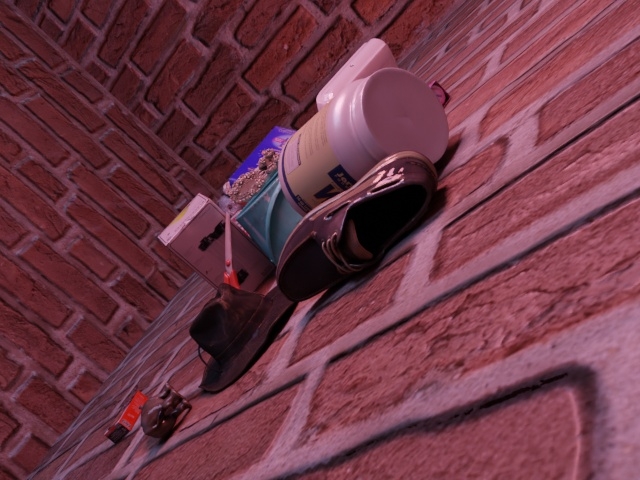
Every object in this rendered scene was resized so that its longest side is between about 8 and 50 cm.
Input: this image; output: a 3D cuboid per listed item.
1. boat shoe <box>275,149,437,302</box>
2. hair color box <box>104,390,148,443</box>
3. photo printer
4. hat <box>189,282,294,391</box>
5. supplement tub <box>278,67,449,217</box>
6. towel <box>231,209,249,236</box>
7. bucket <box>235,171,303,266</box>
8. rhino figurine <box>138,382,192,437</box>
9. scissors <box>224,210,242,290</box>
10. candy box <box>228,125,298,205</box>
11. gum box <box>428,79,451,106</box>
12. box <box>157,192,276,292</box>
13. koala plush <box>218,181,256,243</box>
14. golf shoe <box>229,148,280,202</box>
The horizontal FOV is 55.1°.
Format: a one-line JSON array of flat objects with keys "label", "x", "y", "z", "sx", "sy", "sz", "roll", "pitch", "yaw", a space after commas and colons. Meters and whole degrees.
[{"label": "boat shoe", "x": 0.049, "y": -0.014, "z": 1.048, "sx": 0.355, "sy": 0.132, "sz": 0.130, "roll": -44, "pitch": 11, "yaw": 19}, {"label": "hair color box", "x": -0.540, "y": 0.491, "z": 1.714, "sx": 0.072, "sy": 0.043, "sz": 0.141, "roll": -42, "pitch": 13, "yaw": 18}, {"label": "photo printer", "x": 0.129, "y": -0.423, "z": 1.893, "sx": 0.107, "sy": 0.256, "sz": 0.308, "roll": 22, "pitch": 66, "yaw": 44}, {"label": "hat", "x": -0.192, "y": 0.167, "z": 1.316, "sx": 0.331, "sy": 0.134, "sz": 0.331, "roll": -44, "pitch": 10, "yaw": 10}, {"label": "supplement tub", "x": 0.079, "y": -0.181, "z": 1.246, "sx": 0.235, "sy": 0.235, "sz": 0.325, "roll": -54, "pitch": 13, "yaw": -31}, {"label": "towel", "x": -0.258, "y": 0.004, "z": 2.052, "sx": 0.029, "sy": 0.197, "sz": 0.144, "roll": -11, "pitch": -3, "yaw": -22}, {"label": "bucket", "x": -0.079, "y": -0.081, "z": 1.621, "sx": 0.281, "sy": 0.183, "sz": 0.281, "roll": -44, "pitch": 11, "yaw": 11}, {"label": "rhino figurine", "x": -0.355, "y": 0.374, "z": 1.358, "sx": 0.106, "sy": 0.073, "sz": 0.243, "roll": -47, "pitch": 9, "yaw": -18}, {"label": "scissors", "x": -0.240, "y": 0.078, "z": 1.571, "sx": 0.109, "sy": 0.297, "sz": 0.021, "roll": -29, "pitch": -21, "yaw": 34}, {"label": "candy box", "x": -0.114, "y": -0.235, "z": 2.099, "sx": 0.317, "sy": 0.268, "sz": 0.122, "roll": -54, "pitch": -29, "yaw": -37}, {"label": "gum box", "x": 0.235, "y": -0.302, "z": 1.532, "sx": 0.188, "sy": 0.062, "sz": 0.107, "roll": -53, "pitch": 12, "yaw": -30}, {"label": "box", "x": -0.273, "y": 0.030, "z": 1.661, "sx": 0.169, "sy": 0.290, "sz": 0.087, "roll": -49, "pitch": 32, "yaw": -7}, {"label": "koala plush", "x": -0.272, "y": -0.099, "z": 2.209, "sx": 0.203, "sy": 0.221, "sz": 0.196, "roll": -52, "pitch": -13, "yaw": -41}, {"label": "golf shoe", "x": -0.165, "y": -0.159, "z": 1.630, "sx": 0.176, "sy": 0.069, "sz": 0.086, "roll": -45, "pitch": -10, "yaw": -8}]
